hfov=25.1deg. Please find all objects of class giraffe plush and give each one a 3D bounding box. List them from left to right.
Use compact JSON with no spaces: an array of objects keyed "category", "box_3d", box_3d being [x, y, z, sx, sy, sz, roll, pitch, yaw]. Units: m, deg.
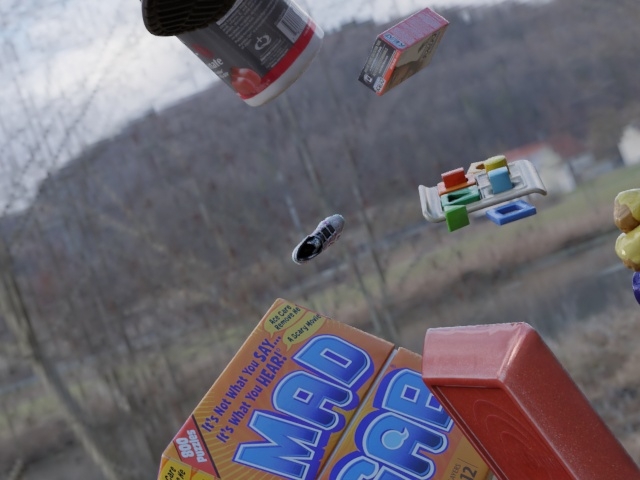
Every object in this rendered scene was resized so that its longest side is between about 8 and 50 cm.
[{"category":"giraffe plush","box_3d":[0.507,-0.013,1.987,0.210,0.181,0.170,-40,1,17]}]

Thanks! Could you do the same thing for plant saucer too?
[{"category":"plant saucer","box_3d":[0.202,0.193,1.340,0.048,0.259,0.258,-38,6,-16]}]

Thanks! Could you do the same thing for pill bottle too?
[{"category":"pill bottle","box_3d":[-0.161,-0.379,2.311,0.176,0.318,0.176,-40,20,19]}]

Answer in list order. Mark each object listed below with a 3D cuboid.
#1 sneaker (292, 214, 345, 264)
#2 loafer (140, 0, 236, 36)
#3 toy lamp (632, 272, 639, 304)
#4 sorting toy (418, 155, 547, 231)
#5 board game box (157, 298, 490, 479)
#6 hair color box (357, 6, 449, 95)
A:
[{"category":"sneaker","box_3d":[0.000,0.000,2.123,0.098,0.038,0.069,-46,1,-2]},{"category":"loafer","box_3d":[-0.165,-0.404,1.771,0.134,0.130,0.366,-11,-34,-20]},{"category":"toy lamp","box_3d":[0.614,0.047,2.225,0.275,0.080,0.080,-17,0,44]},{"category":"sorting toy","box_3d":[0.255,-0.092,2.311,0.196,0.047,0.347,-13,17,5]},{"category":"board game box","box_3d":[0.005,0.365,1.872,0.356,0.356,0.356,-53,-18,-52]},{"category":"hair color box","box_3d":[0.136,-0.309,2.341,0.167,0.053,0.093,-36,-22,-48]}]
